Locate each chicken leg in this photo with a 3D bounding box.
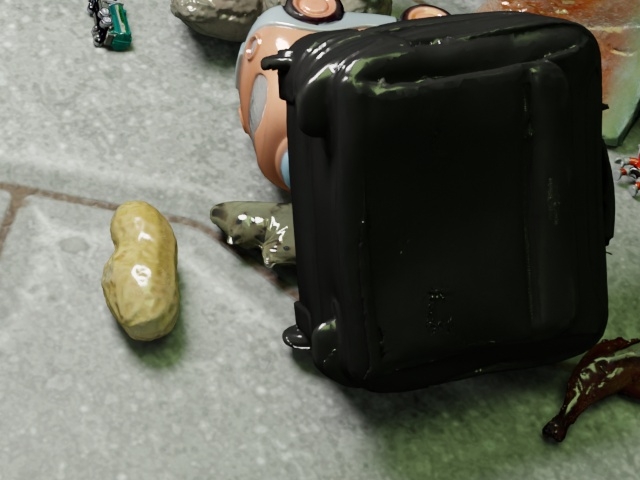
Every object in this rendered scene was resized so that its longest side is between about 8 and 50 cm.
[{"bbox_3d":[0.307,0.142,1.383,0.205,0.053,0.093,-14,70,-14],"label":"chicken leg"}]

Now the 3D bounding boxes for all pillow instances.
[{"bbox_3d":[0.001,0.001,1.439,0.241,0.051,0.093,6,48,-7],"label":"pillow"}]

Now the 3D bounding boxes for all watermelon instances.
[{"bbox_3d":[0.287,-0.235,1.645,0.257,0.139,0.193,13,43,11],"label":"watermelon"}]

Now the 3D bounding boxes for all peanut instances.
[{"bbox_3d":[-0.185,0.026,1.378,0.080,0.080,0.174,-1,49,-10],"label":"peanut"}]

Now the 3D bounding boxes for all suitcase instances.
[{"bbox_3d":[0.127,-0.043,1.315,0.339,0.345,0.188,-10,14,-20],"label":"suitcase"}]

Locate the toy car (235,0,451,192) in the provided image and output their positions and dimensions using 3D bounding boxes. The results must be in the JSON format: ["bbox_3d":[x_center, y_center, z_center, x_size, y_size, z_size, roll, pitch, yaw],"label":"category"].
[{"bbox_3d":[0.036,-0.134,1.462,0.271,0.180,0.212,9,47,-2],"label":"toy car"}]

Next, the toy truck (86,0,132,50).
[{"bbox_3d":[-0.253,-0.267,1.621,0.044,0.039,0.083,4,51,-27],"label":"toy truck"}]

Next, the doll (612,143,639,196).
[{"bbox_3d":[0.393,-0.095,1.587,0.114,0.039,0.057,-39,39,-23],"label":"doll"}]

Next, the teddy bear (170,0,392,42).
[{"bbox_3d":[-0.044,-0.306,1.614,0.267,0.151,0.236,14,30,-1],"label":"teddy bear"}]
